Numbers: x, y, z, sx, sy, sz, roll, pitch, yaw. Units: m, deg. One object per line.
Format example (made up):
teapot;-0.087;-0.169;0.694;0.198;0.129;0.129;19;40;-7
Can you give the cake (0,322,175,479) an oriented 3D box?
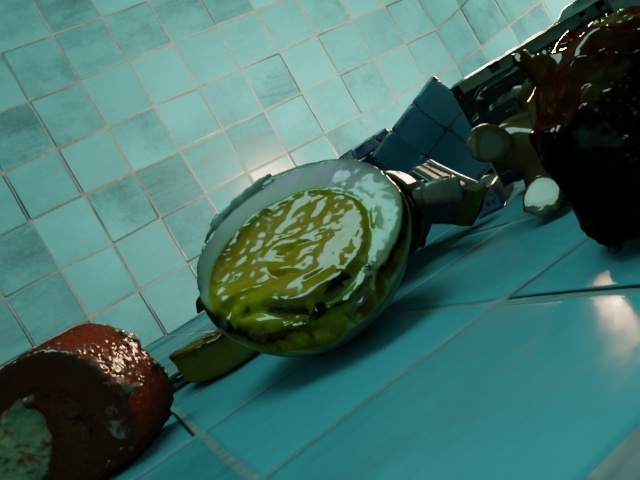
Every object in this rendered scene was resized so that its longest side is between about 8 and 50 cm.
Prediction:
cake;-0.331;0.223;0.766;0.283;0.177;0.151;-31;2;10

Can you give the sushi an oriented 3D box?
sushi;0.307;-0.132;0.548;0.196;0.182;0.343;-20;11;35

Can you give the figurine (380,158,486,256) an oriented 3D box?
figurine;0.096;-0.025;0.960;0.285;0.167;0.342;-21;-26;-44

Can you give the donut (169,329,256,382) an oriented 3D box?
donut;-0.164;0.182;1.015;0.162;0.065;0.178;-26;-1;-26

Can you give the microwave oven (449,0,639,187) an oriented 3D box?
microwave oven;0.405;-0.247;1.013;0.181;0.237;0.295;-32;5;-41

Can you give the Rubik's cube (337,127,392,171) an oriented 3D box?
Rubik's cube;0.202;-0.188;1.860;0.319;0.319;0.264;-30;-25;-2

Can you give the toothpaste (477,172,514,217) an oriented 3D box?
toothpaste;0.308;-0.086;1.131;0.070;0.044;0.193;-30;2;27

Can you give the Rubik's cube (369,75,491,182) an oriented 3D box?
Rubik's cube;0.275;-0.215;1.418;0.224;0.231;0.221;-53;-1;11

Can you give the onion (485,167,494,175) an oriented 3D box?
onion;0.438;-0.236;1.661;0.098;0.151;0.206;-45;-12;-7

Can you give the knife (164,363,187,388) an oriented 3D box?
knife;-0.192;0.204;1.126;0.266;0.040;0.073;-31;10;-24

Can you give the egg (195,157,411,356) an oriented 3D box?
egg;0.001;0.041;0.748;0.286;0.174;0.264;7;56;43

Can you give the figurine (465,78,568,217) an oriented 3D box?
figurine;0.326;-0.156;0.814;0.247;0.177;0.173;-15;-29;-53
